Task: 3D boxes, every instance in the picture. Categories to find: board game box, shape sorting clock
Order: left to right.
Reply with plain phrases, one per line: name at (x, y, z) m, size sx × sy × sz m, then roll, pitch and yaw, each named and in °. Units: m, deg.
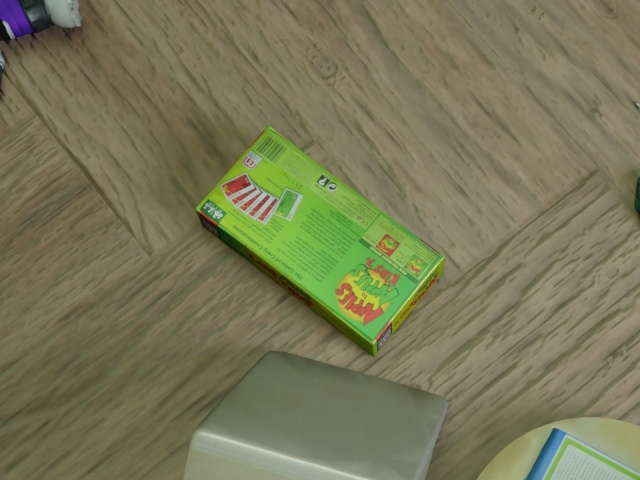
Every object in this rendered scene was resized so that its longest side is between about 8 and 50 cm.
board game box at (0.000, 0.000, 1.305) m, size 0.181 × 0.043 × 0.092 m, roll 37°, pitch 78°, yaw 14°
shape sorting clock at (0.203, 0.236, 1.218) m, size 0.206 × 0.040 × 0.206 m, roll -1°, pitch 78°, yaw 4°

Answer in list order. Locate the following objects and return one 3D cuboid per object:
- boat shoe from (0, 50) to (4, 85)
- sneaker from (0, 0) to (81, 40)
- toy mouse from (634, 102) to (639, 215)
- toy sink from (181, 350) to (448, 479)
boat shoe at (-0.336, -0.137, 1.365) m, size 0.142 × 0.049 × 0.040 m, roll -4°, pitch 72°, yaw -1°
sneaker at (-0.309, -0.299, 1.388) m, size 0.146 × 0.102 × 0.293 m, roll -17°, pitch 72°, yaw -2°
toy mouse at (0.312, -0.029, 1.306) m, size 0.161 × 0.031 × 0.143 m, roll 19°, pitch 74°, yaw 9°
toy sink at (-0.006, 0.184, 1.185) m, size 0.153 × 0.234 × 0.131 m, roll 15°, pitch 102°, yaw 7°
